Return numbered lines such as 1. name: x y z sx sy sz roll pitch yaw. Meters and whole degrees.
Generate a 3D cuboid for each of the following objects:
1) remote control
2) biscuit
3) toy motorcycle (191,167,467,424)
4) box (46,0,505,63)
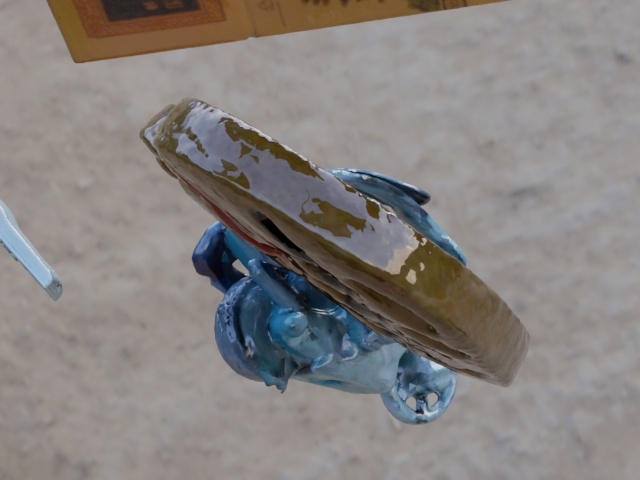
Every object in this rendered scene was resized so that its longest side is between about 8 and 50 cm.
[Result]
1. remote control: -0.303 -0.012 1.926 0.029 0.061 0.162 -41 78 -6
2. biscuit: -0.001 0.001 1.376 0.314 0.367 0.063 31 86 18
3. toy motorcycle: 0.022 0.040 1.688 0.154 0.260 0.206 -11 68 50
4. box: 0.008 -0.169 0.811 0.274 0.174 0.076 -8 54 7
